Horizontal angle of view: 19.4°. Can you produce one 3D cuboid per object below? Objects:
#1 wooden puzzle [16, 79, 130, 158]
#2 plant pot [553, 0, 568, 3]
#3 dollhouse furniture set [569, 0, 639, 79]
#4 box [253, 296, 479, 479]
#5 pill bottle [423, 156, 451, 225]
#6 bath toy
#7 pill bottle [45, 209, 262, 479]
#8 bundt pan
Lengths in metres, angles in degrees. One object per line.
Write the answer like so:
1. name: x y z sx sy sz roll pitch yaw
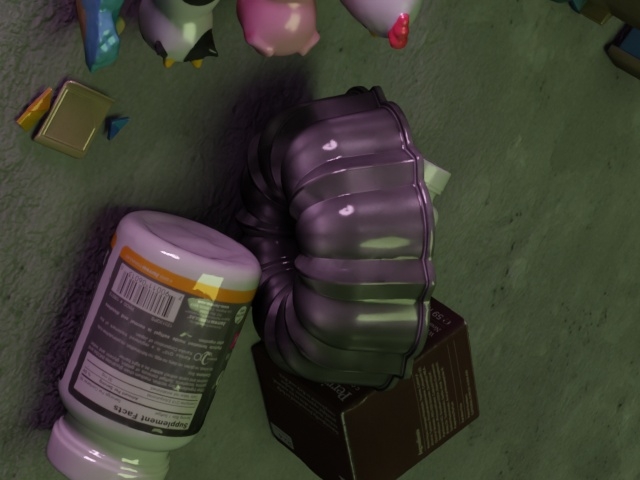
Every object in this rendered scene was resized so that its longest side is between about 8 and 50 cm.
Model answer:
1. wooden puzzle: -0.246 -0.121 1.861 0.078 0.014 0.116 -53 141 3
2. plant pot: 0.211 -0.417 1.955 0.195 0.290 0.290 17 105 -14
3. dollhouse furniture set: 0.471 -0.296 2.254 0.198 0.286 0.303 -54 152 -3
4. box: 0.058 0.170 2.242 0.203 0.168 0.167 -34 136 -25
5. pill bottle: 0.075 -0.019 2.178 0.108 0.108 0.180 23 98 -50
6. bath toy: -0.056 -0.232 1.807 0.348 0.129 0.151 -5 160 -17
7. pill bottle: -0.181 0.121 1.972 0.162 0.162 0.278 7 111 -47
8. bundt pan: 0.000 0.000 1.976 0.124 0.331 0.330 -3 119 -21
